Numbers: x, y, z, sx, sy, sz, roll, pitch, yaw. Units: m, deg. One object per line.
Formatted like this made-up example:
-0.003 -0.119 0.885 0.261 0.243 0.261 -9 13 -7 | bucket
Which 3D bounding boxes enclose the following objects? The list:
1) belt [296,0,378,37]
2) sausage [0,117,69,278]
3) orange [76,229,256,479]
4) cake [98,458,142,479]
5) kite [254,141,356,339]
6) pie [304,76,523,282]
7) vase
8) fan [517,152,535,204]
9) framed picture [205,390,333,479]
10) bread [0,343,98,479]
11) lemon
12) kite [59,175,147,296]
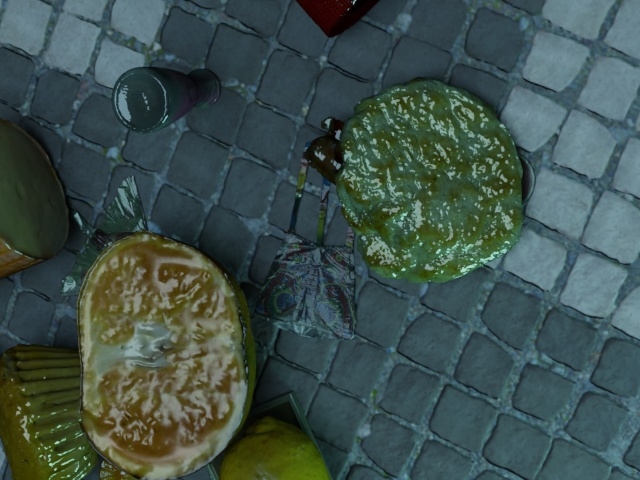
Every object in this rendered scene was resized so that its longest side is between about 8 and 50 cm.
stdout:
0.043 -0.377 1.761 0.201 0.128 0.124 -43 84 20 | belt
-0.545 -0.030 1.958 0.287 0.233 0.233 -21 91 24 | sausage
-0.214 0.168 1.869 0.274 0.274 0.310 -16 52 20 | orange
-0.293 0.351 2.030 0.084 0.044 0.084 2 98 18 | cake
0.000 0.000 1.895 0.152 0.015 0.286 14 104 14 | kite
0.139 -0.081 1.788 0.257 0.105 0.274 -28 92 10 | pie
-0.200 -0.199 1.824 0.086 0.214 0.086 3 101 17 | vase
0.231 -0.099 1.805 0.085 0.005 0.133 -43 84 20 | fan
-0.066 0.366 1.971 0.184 0.016 0.250 -25 89 21 | framed picture
-0.406 0.266 1.980 0.139 0.240 0.240 -10 96 -19 | bread
-0.064 0.352 1.868 0.170 0.170 0.207 -12 95 20 | lemon
-0.342 -0.008 2.011 0.250 0.012 0.229 40 107 11 | kite
